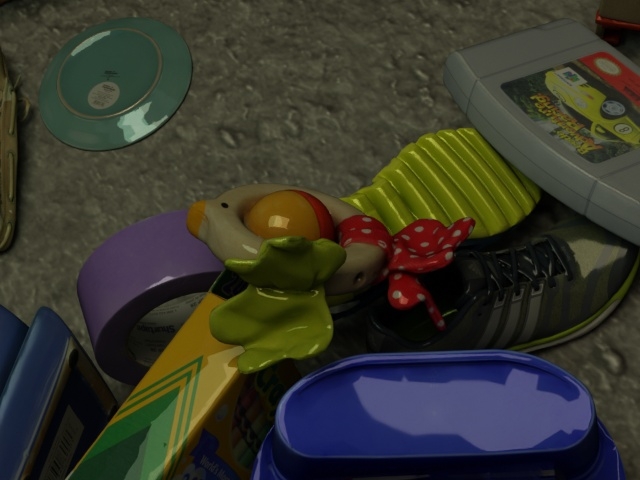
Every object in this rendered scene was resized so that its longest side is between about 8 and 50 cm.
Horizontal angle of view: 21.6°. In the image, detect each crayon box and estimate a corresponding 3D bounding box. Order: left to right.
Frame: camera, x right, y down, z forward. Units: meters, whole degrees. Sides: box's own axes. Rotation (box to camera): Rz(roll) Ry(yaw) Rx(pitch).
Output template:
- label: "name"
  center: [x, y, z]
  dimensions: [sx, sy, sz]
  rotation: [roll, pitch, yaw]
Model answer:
- label: "crayon box"
  center: [-0.109, 0.192, 1.546]
  dimensions: [0.083, 0.203, 0.323]
  rotation: [26, 70, 28]

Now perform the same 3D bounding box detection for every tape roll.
- label: "tape roll"
  center: [-0.139, 0.059, 1.644]
  dimensions: [0.189, 0.189, 0.080]
  rotation: [-23, 57, 2]

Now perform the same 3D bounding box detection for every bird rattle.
- label: "bird rattle"
  center: [0.000, 0.000, 1.480]
  dimensions: [0.253, 0.143, 0.207]
  rotation: [-22, 45, -38]

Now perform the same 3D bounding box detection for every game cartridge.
- label: "game cartridge"
  center: [0.267, -0.114, 1.657]
  dimensions: [0.196, 0.060, 0.294]
  rotation: [-24, 51, -31]

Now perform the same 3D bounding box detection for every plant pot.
- label: "plant pot"
  center: [-0.334, 0.181, 1.611]
  dimensions: [0.212, 0.236, 0.236]
  rotation: [11, 63, 15]

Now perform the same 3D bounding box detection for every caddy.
- label: "caddy"
  center: [0.103, 0.224, 1.479]
  dimensions: [0.341, 0.179, 0.241]
  rotation: [-2, 74, 4]

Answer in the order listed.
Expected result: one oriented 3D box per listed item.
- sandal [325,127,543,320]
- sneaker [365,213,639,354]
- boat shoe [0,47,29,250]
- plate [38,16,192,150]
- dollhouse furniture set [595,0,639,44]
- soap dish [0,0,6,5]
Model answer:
- label: "sandal"
  center: [0.076, -0.011, 1.662]
  dimensions: [0.317, 0.138, 0.126]
  rotation: [-22, 73, -21]
- label: "sneaker"
  center: [0.173, 0.051, 1.595]
  dimensions: [0.300, 0.121, 0.111]
  rotation: [-31, 56, -3]
- label: "boat shoe"
  center: [-0.388, -0.114, 1.897]
  dimensions: [0.104, 0.089, 0.285]
  rotation: [-26, 49, 32]
- label: "plate"
  center: [-0.239, -0.187, 1.922]
  dimensions: [0.188, 0.024, 0.188]
  rotation: [-7, 58, 11]
- label: "dollhouse furniture set"
  center: [0.420, -0.251, 1.725]
  dimensions: [0.259, 0.135, 0.262]
  rotation: [10, 63, 9]
- label: "soap dish"
  center: [-0.320, -0.418, 2.029]
  dimensions: [0.290, 0.118, 0.229]
  rotation: [-17, 57, 6]
